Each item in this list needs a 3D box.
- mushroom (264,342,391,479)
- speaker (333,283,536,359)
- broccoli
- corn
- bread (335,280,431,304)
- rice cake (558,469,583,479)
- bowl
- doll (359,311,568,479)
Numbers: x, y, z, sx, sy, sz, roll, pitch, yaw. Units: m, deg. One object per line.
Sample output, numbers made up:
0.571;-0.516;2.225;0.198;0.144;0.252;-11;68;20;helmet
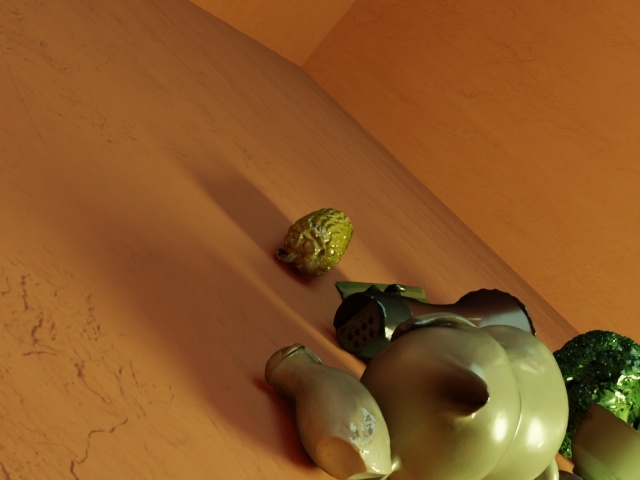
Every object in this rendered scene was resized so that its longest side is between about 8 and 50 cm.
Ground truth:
0.008;0.188;1.137;0.097;0.088;0.212;-5;30;-27;mushroom
0.171;0.194;1.606;0.329;0.198;0.259;5;75;-46;speaker
0.516;0.305;1.954;0.308;0.307;0.275;-22;98;-77;broccoli
0.000;0.000;1.760;0.106;0.106;0.293;42;10;3;corn
0.107;0.092;1.781;0.139;0.084;0.074;36;14;-22;bread
0.447;0.432;1.634;0.189;0.037;0.198;42;-1;13;rice cake
0.493;0.377;1.721;0.211;0.112;0.211;42;-5;4;bowl
0.177;0.207;1.292;0.370;0.215;0.226;28;33;-53;doll
